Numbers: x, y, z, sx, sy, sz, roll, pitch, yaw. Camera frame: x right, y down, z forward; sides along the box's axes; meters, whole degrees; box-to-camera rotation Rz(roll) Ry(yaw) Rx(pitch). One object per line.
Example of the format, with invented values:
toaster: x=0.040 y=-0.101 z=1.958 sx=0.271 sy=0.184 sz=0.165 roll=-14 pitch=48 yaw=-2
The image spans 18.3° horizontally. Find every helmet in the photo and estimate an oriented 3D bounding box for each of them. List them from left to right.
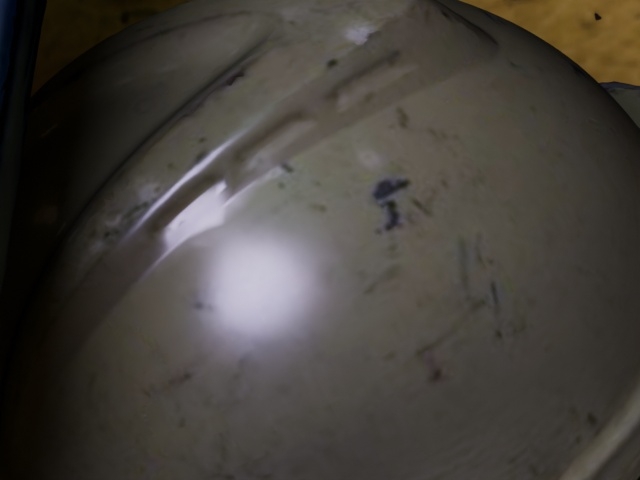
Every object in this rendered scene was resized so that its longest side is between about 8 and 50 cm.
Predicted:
helmet: x=0.003 y=-0.004 z=0.518 sx=0.257 sy=0.137 sz=0.204 roll=-27 pitch=44 yaw=-4

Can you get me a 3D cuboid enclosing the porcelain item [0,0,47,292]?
porcelain item: x=-0.158 y=-0.025 z=0.470 sx=0.157 sy=0.286 sz=0.281 roll=13 pitch=72 yaw=-16
